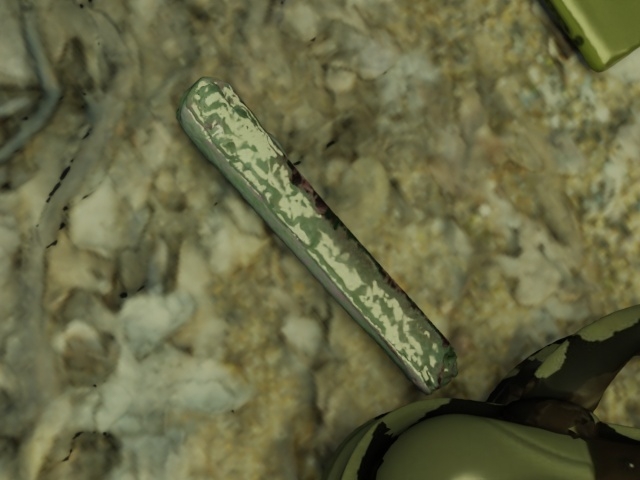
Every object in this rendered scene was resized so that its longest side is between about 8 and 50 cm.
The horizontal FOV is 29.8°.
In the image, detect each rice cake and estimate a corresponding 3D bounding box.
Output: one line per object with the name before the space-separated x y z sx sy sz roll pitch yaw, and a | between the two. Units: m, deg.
rice cake | 0.000 0.000 0.625 0.033 0.033 0.208 -42 95 -12

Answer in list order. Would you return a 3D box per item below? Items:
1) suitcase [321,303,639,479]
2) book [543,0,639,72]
suitcase | 0.157 0.196 0.549 0.351 0.194 0.339 11 77 -6
book | 0.149 -0.302 0.690 0.239 0.035 0.352 -35 94 -13
